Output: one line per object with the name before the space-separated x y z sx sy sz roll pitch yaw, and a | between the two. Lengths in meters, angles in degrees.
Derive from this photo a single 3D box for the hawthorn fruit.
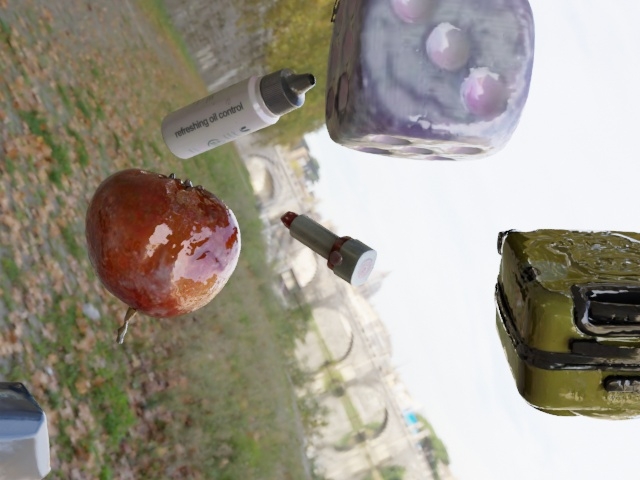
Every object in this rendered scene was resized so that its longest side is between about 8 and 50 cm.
hawthorn fruit | -0.252 0.031 1.182 0.242 0.241 0.272 -143 -110 -85

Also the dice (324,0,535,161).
dice | 0.160 -0.274 1.224 0.270 0.271 0.270 180 -84 -80

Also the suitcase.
suitcase | 0.276 0.079 0.774 0.235 0.193 0.143 -79 170 -69

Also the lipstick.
lipstick | -0.001 0.000 1.231 0.186 0.063 0.057 32 23 31

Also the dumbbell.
dumbbell | -0.407 0.147 0.796 0.316 0.144 0.156 36 11 35

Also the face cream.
face cream | -0.139 -0.230 1.365 0.092 0.311 0.092 33 49 -49
